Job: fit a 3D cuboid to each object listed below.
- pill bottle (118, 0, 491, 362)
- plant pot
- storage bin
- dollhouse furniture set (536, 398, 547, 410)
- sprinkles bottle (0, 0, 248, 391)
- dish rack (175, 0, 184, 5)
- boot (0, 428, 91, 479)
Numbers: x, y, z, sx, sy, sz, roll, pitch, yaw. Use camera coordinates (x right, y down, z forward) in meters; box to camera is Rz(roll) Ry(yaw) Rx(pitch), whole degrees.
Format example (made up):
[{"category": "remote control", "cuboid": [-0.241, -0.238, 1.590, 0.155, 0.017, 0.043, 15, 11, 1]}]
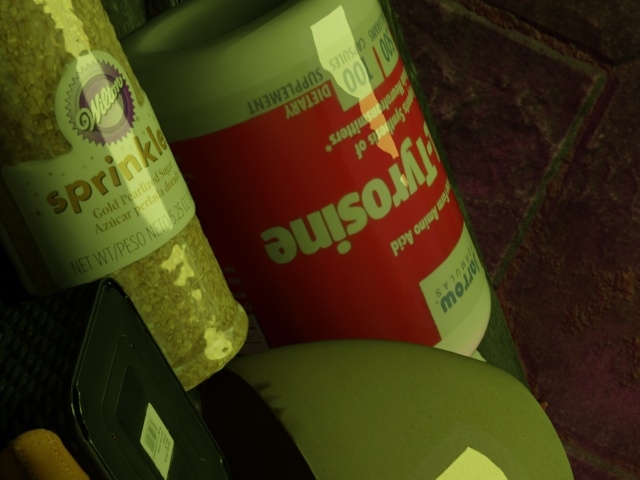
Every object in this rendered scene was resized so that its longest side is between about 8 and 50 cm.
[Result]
[{"category": "pill bottle", "cuboid": [0.000, 0.000, 1.237, 0.229, 0.229, 0.408, -80, 149, -64]}, {"category": "plant pot", "cuboid": [0.064, 0.184, 1.068, 0.284, 0.191, 0.284, 53, -25, 38]}, {"category": "storage bin", "cuboid": [-0.124, 0.125, 0.861, 0.122, 0.084, 0.180, -84, 154, -53]}, {"category": "dollhouse furniture set", "cuboid": [0.249, 0.319, 1.723, 0.201, 0.152, 0.374, 69, -11, -17]}, {"category": "sprinkles bottle", "cuboid": [-0.161, -0.074, 0.912, 0.121, 0.121, 0.355, -78, 148, -65]}, {"category": "dish rack", "cuboid": [-0.076, -0.184, 1.492, 0.271, 0.074, 0.208, 56, 17, -59]}, {"category": "boot", "cuboid": [-0.102, 0.247, 0.749, 0.211, 0.104, 0.295, 45, -42, 38]}]
